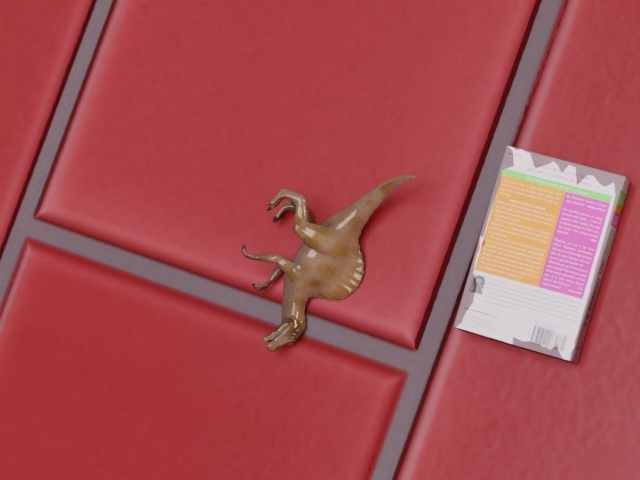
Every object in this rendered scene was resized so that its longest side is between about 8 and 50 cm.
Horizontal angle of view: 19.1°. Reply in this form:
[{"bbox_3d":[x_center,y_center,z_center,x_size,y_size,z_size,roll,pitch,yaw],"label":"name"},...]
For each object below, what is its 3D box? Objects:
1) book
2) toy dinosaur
[{"bbox_3d":[0.167,0.011,1.432,0.096,0.035,0.144,16,86,24],"label":"book"},{"bbox_3d":[0.000,0.000,1.511,0.092,0.053,0.183,38,103,11],"label":"toy dinosaur"}]
